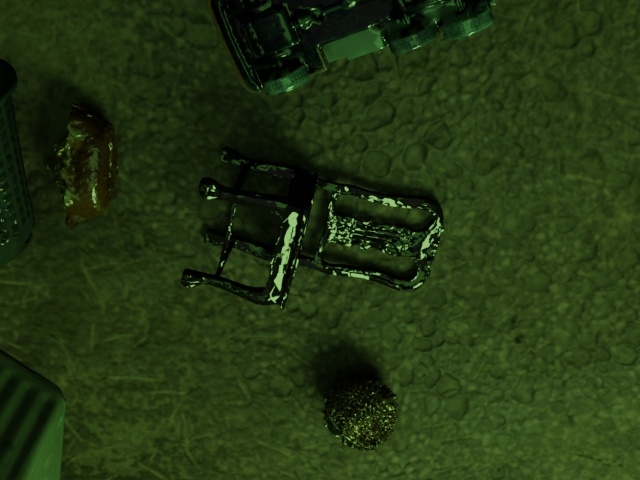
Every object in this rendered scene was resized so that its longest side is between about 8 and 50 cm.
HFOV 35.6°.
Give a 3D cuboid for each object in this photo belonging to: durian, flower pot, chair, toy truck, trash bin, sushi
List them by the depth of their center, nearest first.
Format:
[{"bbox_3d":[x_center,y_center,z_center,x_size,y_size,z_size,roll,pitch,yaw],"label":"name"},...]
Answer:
[{"bbox_3d":[0.047,-0.215,0.823,0.257,0.140,0.108,-16,112,21],"label":"toy truck"},{"bbox_3d":[-0.334,-0.059,0.887,0.175,0.175,0.161,-6,126,4],"label":"trash bin"},{"bbox_3d":[0.000,0.000,0.925,0.229,0.113,0.106,14,115,-1],"label":"chair"},{"bbox_3d":[-0.224,-0.068,0.930,0.060,0.061,0.118,9,93,7],"label":"sushi"},{"bbox_3d":[-0.381,0.239,0.989,0.209,0.189,0.239,10,114,-3],"label":"flower pot"},{"bbox_3d":[0.045,0.174,1.011,0.091,0.080,0.080,-27,111,34],"label":"durian"}]
